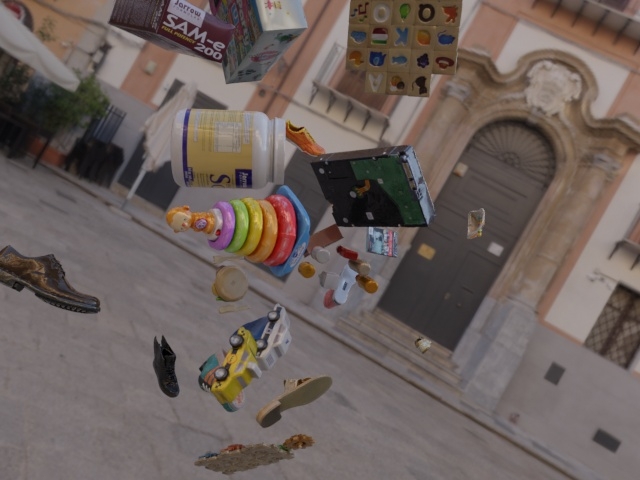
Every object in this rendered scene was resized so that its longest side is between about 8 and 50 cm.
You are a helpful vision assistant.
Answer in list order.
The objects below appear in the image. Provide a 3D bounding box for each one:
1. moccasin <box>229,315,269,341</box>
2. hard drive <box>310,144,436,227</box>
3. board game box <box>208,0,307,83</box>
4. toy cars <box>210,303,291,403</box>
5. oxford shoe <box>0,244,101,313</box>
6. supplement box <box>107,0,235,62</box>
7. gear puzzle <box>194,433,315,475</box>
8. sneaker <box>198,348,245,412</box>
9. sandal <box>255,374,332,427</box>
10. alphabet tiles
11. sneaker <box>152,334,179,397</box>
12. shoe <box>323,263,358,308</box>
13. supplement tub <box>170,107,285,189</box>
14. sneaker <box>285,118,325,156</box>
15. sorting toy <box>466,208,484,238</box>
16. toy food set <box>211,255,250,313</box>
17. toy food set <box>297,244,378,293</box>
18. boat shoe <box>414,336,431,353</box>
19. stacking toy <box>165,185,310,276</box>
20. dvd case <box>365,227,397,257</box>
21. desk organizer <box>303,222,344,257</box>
[{"bbox_3d":[-0.190,0.329,1.991,0.117,0.137,0.342,53,-24,-8],"label":"moccasin"},{"bbox_3d":[0.149,-0.150,1.713,0.338,0.064,0.237,1,-54,44],"label":"hard drive"},{"bbox_3d":[-0.141,-0.478,1.211,0.097,0.224,0.303,-13,0,-23],"label":"board game box"},{"bbox_3d":[-0.157,0.302,1.593,0.087,0.177,0.393,10,15,20],"label":"toy cars"},{"bbox_3d":[-0.537,0.076,1.180,0.227,0.096,0.083,28,-21,-12],"label":"oxford shoe"},{"bbox_3d":[-0.271,-0.384,1.055,0.130,0.073,0.239,15,9,-41],"label":"supplement box"},{"bbox_3d":[-0.171,0.572,1.619,0.175,0.338,0.044,43,32,-46],"label":"gear puzzle"},{"bbox_3d":[-0.336,0.484,1.968,0.108,0.121,0.302,56,-2,-26],"label":"sneaker"},{"bbox_3d":[-0.082,0.396,1.556,0.240,0.088,0.079,-24,42,-34],"label":"sandal"},{"bbox_3d":[0.206,-0.538,1.481,0.284,0.343,0.011,8,13,18],"label":"alphabet tiles"},{"bbox_3d":[-0.447,0.365,1.723,0.051,0.089,0.170,-4,47,-42],"label":"sneaker"},{"bbox_3d":[0.067,0.152,1.996,0.063,0.178,0.081,39,-38,-15],"label":"shoe"},{"bbox_3d":[-0.276,-0.278,1.817,0.330,0.241,0.241,2,3,-4],"label":"supplement tub"},{"bbox_3d":[-0.053,-0.337,1.975,0.175,0.067,0.064,30,34,-19],"label":"sneaker"},{"bbox_3d":[0.460,-0.054,1.726,0.044,0.083,0.075,11,-28,-1],"label":"sorting toy"},{"bbox_3d":[-0.305,0.145,1.995,0.132,0.192,0.038,-3,-5,-34],"label":"toy food set"},{"bbox_3d":[0.045,0.071,1.629,0.232,0.111,0.104,10,7,-20],"label":"toy food set"},{"bbox_3d":[0.336,0.340,1.960,0.045,0.050,0.135,45,1,8],"label":"boat shoe"},{"bbox_3d":[-0.186,-0.032,1.271,0.301,0.175,0.166,8,35,-37],"label":"stacking toy"},{"bbox_3d":[0.201,0.005,1.933,0.119,0.087,0.013,11,-16,-30],"label":"dvd case"},{"bbox_3d":[0.000,0.000,1.773,0.050,0.130,0.047,62,-27,3],"label":"desk organizer"}]
